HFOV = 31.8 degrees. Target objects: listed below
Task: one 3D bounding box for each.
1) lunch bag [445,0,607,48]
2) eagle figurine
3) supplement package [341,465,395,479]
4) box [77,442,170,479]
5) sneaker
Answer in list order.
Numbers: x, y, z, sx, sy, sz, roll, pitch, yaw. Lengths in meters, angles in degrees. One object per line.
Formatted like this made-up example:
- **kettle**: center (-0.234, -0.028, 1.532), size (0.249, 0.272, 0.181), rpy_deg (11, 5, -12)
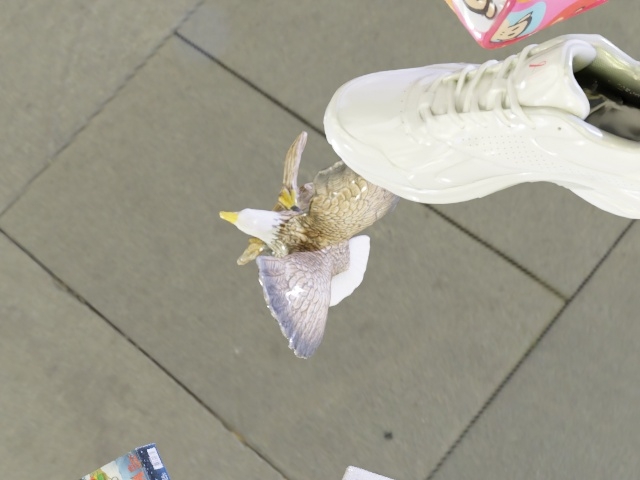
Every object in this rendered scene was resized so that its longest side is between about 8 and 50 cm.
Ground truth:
- **lunch bag**: center (0.191, -0.282, 0.723), size (0.258, 0.293, 0.120), rpy_deg (-30, 64, -22)
- **eagle figurine**: center (-0.010, 0.001, 1.329), size (0.225, 0.298, 0.226), rpy_deg (-18, 104, -19)
- **supplement package**: center (0.125, 0.307, 0.756), size (0.293, 0.175, 0.177), rpy_deg (15, 48, 17)
- **box**: center (-0.225, 0.386, 1.358), size (0.159, 0.044, 0.233), rpy_deg (-31, 78, 20)
- **sneaker**: center (0.112, -0.078, 0.629), size (0.232, 0.115, 0.090), rpy_deg (3, 67, 12)
